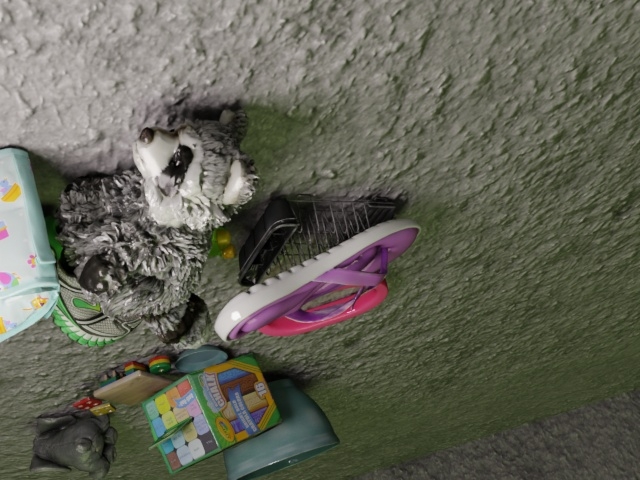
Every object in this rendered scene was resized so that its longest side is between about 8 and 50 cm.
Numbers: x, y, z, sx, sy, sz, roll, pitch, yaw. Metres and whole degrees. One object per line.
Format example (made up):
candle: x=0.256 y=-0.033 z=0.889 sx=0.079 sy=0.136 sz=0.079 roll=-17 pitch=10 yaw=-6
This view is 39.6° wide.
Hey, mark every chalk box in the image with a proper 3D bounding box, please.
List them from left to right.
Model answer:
chalk box: x=-0.259 y=0.387 z=1.958 sx=0.180 sy=0.179 sz=0.289 roll=-33 pitch=167 yaw=32

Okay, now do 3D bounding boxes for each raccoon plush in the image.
raccoon plush: x=-0.181 y=-0.020 z=1.331 sx=0.299 sy=0.216 sz=0.446 roll=-25 pitch=156 yaw=7

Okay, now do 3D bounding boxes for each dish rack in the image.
dish rack: x=0.000 y=0.000 z=1.573 sx=0.271 sy=0.074 sz=0.208 roll=0 pitch=150 yaw=-27

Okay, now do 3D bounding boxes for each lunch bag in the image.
lunch bag: x=-0.471 y=0.022 z=1.214 sx=0.262 sy=0.224 sz=0.160 roll=-28 pitch=156 yaw=19

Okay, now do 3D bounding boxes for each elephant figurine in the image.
elephant figurine: x=-0.618 y=0.491 z=2.104 sx=0.239 sy=0.169 sz=0.186 roll=-3 pitch=125 yaw=10

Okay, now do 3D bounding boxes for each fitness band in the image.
fitness band: x=-0.004 y=0.125 z=1.825 sx=0.290 sy=0.054 sz=0.209 roll=-18 pitch=153 yaw=7

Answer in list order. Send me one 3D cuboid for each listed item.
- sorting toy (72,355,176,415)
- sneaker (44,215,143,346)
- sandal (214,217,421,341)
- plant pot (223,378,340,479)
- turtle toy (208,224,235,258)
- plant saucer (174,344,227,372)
sorting toy: x=-0.420 y=0.318 z=1.977 sx=0.274 sy=0.046 sz=0.132 roll=-27 pitch=151 yaw=20
sneaker: x=-0.383 y=0.072 z=1.445 sx=0.146 sy=0.134 sz=0.343 roll=-23 pitch=151 yaw=13
sandal: x=0.013 y=0.088 z=1.503 sx=0.416 sy=0.102 sz=0.169 roll=-25 pitch=163 yaw=-26
plant pot: x=-0.119 y=0.464 z=2.215 sx=0.292 sy=0.196 sz=0.293 roll=-18 pitch=163 yaw=-6
turtle toy: x=-0.191 y=-0.016 z=1.451 sx=0.095 sy=0.066 sz=0.130 roll=-5 pitch=151 yaw=2
plant saucer: x=-0.267 y=0.261 z=1.976 sx=0.119 sy=0.021 sz=0.119 roll=-13 pitch=153 yaw=-7
